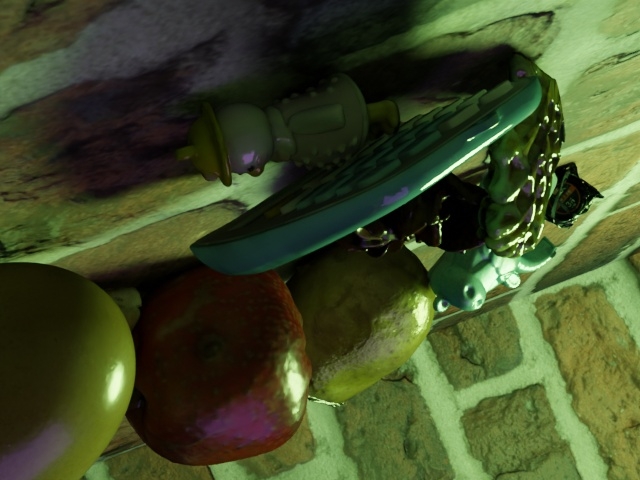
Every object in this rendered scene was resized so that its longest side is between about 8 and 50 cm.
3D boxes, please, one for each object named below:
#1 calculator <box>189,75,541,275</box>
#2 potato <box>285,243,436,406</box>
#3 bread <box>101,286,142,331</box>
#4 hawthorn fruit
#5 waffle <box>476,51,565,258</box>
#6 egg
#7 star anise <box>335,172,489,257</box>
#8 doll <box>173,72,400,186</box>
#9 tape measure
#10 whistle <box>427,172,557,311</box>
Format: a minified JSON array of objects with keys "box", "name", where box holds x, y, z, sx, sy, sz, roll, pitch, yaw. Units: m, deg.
[{"box":[0.040,-0.056,1.064,0.256,0.054,0.386,-35,-173,-31],"name":"calculator"},{"box":[0.056,0.102,1.740,0.266,0.229,0.229,-41,160,29],"name":"potato"},{"box":[-0.286,0.104,1.416,0.106,0.082,0.125,-22,167,35],"name":"bread"},{"box":[-0.145,0.166,1.520,0.299,0.275,0.275,-20,169,-30],"name":"hawthorn fruit"},{"box":[0.217,-0.081,1.228,0.054,0.204,0.223,12,-179,21],"name":"waffle"},{"box":[-0.328,0.151,1.150,0.322,0.250,0.250,-33,165,21],"name":"egg"},{"box":[0.104,-0.042,1.346,0.220,0.126,0.190,-2,163,22],"name":"star anise"},{"box":[-0.029,-0.094,0.995,0.207,0.081,0.129,-14,-176,-27],"name":"doll"},{"box":[0.381,-0.070,1.824,0.094,0.091,0.054,-40,174,1],"name":"tape measure"},{"box":[0.248,-0.003,1.669,0.274,0.093,0.186,-50,130,-14],"name":"whistle"}]
